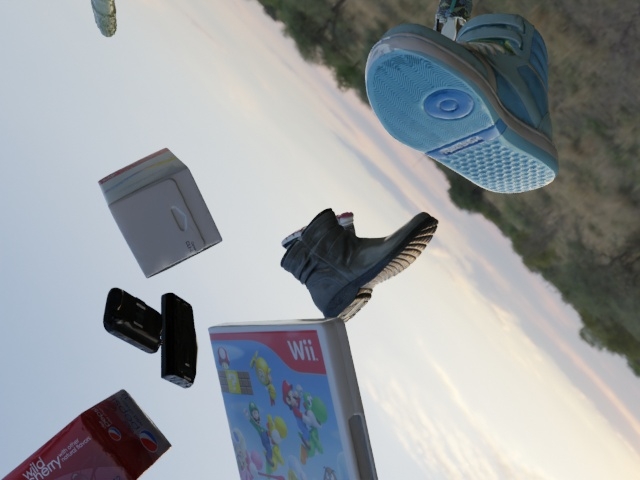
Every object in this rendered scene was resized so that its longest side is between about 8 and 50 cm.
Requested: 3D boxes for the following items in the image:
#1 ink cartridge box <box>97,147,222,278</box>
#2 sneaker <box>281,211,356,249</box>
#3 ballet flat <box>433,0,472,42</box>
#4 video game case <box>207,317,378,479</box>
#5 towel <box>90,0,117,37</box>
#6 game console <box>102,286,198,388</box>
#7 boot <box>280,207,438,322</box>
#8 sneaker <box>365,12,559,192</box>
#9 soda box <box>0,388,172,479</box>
[{"bbox_3d":[-0.245,-0.047,1.063,0.176,0.127,0.128,36,151,63],"label":"ink cartridge box"},{"bbox_3d":[0.000,0.000,1.450,0.075,0.170,0.063,69,-161,-7],"label":"sneaker"},{"bbox_3d":[0.213,-0.334,1.164,0.070,0.070,0.188,51,173,25],"label":"ballet flat"},{"bbox_3d":[-0.017,0.212,0.620,0.025,0.204,0.285,-12,-90,-35],"label":"video game case"},{"bbox_3d":[-0.260,-0.319,0.802,0.110,0.027,0.148,122,132,-66],"label":"towel"},{"bbox_3d":[-0.385,0.201,1.633,0.361,0.043,0.213,51,-152,-57],"label":"game console"},{"bbox_3d":[0.051,0.004,1.108,0.161,0.246,0.083,52,-165,22],"label":"boot"},{"bbox_3d":[0.164,-0.200,0.804,0.319,0.127,0.208,27,-121,-45],"label":"sneaker"},{"bbox_3d":[-0.282,0.263,0.702,0.083,0.263,0.092,51,-169,3],"label":"soda box"}]
